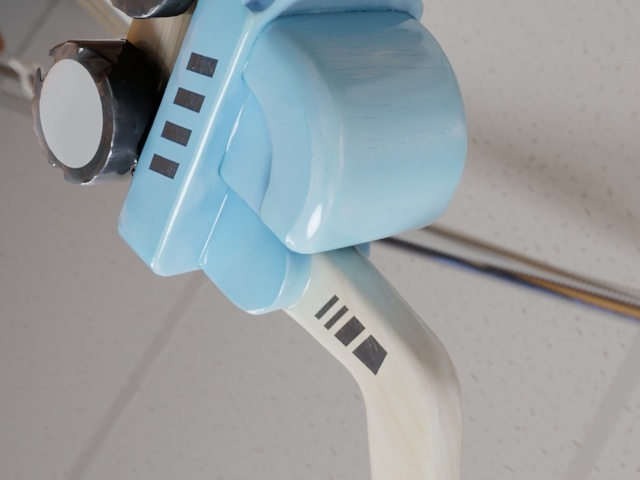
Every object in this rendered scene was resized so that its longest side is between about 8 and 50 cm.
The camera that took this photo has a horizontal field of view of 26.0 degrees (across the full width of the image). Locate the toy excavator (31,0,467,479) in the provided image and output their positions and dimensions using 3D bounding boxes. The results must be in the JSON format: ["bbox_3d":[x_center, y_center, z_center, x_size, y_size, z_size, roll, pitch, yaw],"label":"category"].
[{"bbox_3d":[0.000,0.000,0.985,0.445,0.222,0.433,44,-55,31],"label":"toy excavator"}]
